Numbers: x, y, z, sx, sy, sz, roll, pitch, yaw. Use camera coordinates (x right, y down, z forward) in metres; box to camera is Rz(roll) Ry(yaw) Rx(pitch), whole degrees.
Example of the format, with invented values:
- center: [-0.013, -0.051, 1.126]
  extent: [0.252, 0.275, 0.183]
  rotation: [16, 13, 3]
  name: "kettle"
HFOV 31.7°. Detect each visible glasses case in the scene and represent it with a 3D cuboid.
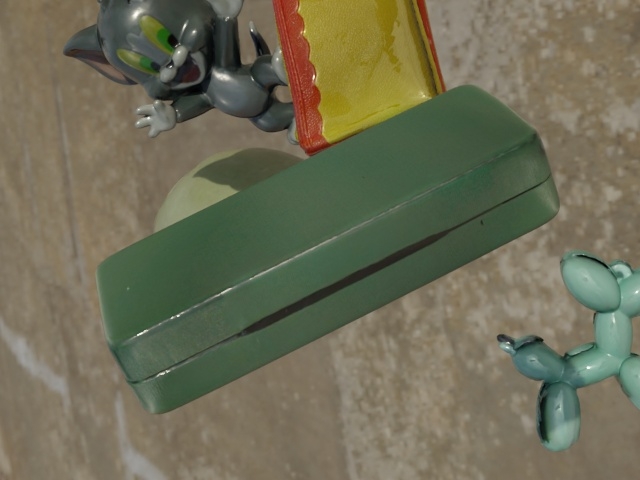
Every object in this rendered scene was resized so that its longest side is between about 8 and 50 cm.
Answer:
- center: [0.000, 0.000, 0.460]
  extent: [0.039, 0.184, 0.078]
  rotation: [65, 177, -29]
  name: "glasses case"

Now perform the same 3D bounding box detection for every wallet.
- center: [0.023, -0.200, 0.993]
  extent: [0.067, 0.141, 0.241]
  rotation: [37, -142, -64]
  name: "wallet"

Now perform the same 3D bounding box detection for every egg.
- center: [-0.100, 0.000, 1.648]
  extent: [0.336, 0.278, 0.278]
  rotation: [24, 123, 35]
  name: "egg"

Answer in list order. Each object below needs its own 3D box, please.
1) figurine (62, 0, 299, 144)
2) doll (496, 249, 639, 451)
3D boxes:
- center: [-0.115, -0.205, 1.191]
  extent: [0.193, 0.265, 0.140]
  rotation: [-57, 29, 31]
  name: "figurine"
- center: [0.234, 0.085, 0.945]
  extent: [0.158, 0.159, 0.059]
  rotation: [65, -172, 4]
  name: "doll"
